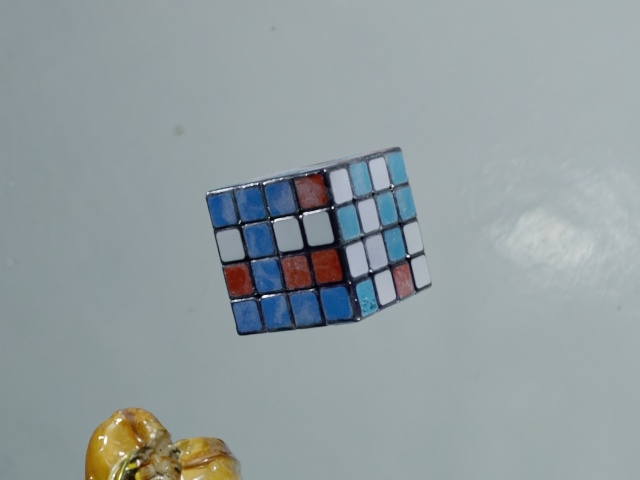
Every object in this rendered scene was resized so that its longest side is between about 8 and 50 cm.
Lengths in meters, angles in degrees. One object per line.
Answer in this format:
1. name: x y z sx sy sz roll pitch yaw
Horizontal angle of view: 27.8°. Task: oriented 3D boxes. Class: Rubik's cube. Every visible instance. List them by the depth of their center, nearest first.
1. Rubik's cube: 0.000 0.000 0.789 0.092 0.092 0.092 -10 96 35

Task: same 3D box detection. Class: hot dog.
1. hot dog: -0.072 0.125 0.585 0.071 0.045 0.165 19 149 4
